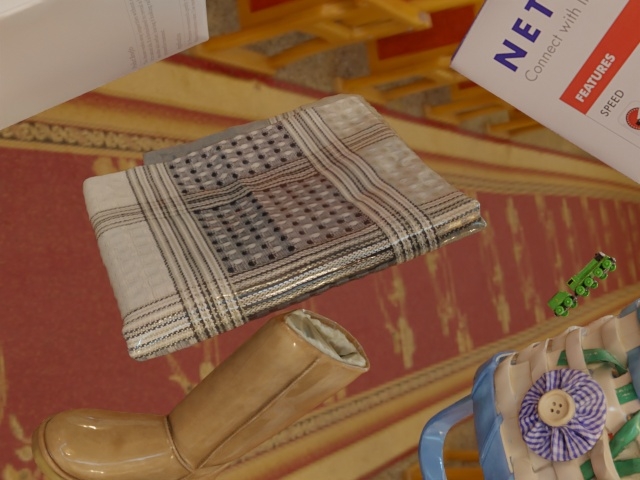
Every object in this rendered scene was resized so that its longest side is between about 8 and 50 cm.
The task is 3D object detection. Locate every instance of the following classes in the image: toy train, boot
[{"bbox_3d":[0.266,0.044,0.914,0.017,0.083,0.023,22,25,-48],"label":"toy train"},{"bbox_3d":[-0.120,0.159,0.911,0.236,0.269,0.089,25,32,-47],"label":"boot"}]

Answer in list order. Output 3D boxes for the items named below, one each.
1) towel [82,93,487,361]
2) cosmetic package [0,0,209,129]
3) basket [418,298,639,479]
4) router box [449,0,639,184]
[{"bbox_3d":[-0.054,-0.043,0.825,0.324,0.312,0.056,-125,-164,-57],"label":"towel"},{"bbox_3d":[-0.315,-0.230,0.884,0.156,0.385,0.217,63,-13,12],"label":"cosmetic package"},{"bbox_3d":[0.182,0.180,0.597,0.201,0.289,0.254,11,47,-30],"label":"basket"},{"bbox_3d":[0.248,-0.116,0.265,0.301,0.335,0.082,33,45,4],"label":"router box"}]
